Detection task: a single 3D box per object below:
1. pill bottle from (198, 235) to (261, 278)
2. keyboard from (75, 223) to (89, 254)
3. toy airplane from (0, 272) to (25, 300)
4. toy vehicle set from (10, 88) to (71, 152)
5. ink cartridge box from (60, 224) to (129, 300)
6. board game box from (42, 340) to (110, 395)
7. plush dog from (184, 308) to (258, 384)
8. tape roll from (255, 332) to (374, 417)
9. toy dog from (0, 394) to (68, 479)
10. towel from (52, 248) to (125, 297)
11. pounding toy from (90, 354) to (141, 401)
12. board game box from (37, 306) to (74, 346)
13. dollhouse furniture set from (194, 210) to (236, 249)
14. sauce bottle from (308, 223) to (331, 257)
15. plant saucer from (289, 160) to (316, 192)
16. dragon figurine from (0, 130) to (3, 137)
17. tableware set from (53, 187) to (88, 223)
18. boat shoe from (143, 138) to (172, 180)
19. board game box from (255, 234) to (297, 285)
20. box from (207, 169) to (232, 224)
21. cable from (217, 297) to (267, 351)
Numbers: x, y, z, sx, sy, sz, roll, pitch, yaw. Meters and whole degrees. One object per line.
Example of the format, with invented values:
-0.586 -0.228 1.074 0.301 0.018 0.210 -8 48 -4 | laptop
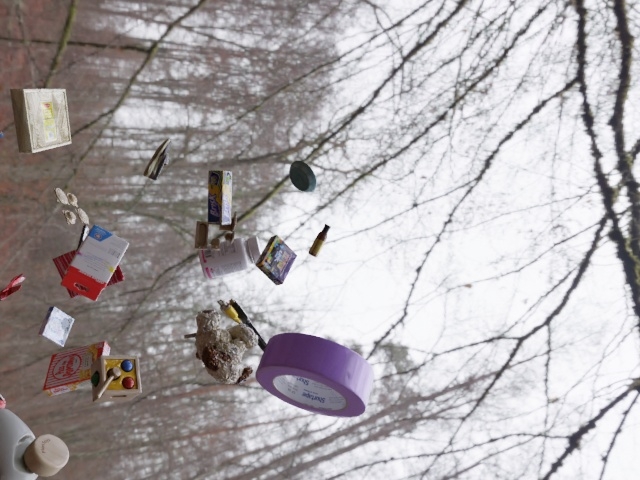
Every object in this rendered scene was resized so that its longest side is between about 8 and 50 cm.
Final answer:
-0.426 0.076 2.635 0.160 0.283 0.160 167 -90 -87 | pill bottle
-0.982 0.029 2.251 0.108 0.023 0.180 142 -41 -71 | keyboard
-1.073 0.163 1.899 0.151 0.151 0.028 9 -41 57 | toy airplane
-0.787 -0.346 1.561 0.267 0.035 0.165 -99 -171 -75 | toy vehicle set
-0.777 0.080 1.883 0.078 0.134 0.230 -14 -132 58 | ink cartridge box
-0.822 0.433 1.859 0.146 0.194 0.045 -104 179 -48 | board game box
-0.345 0.393 1.882 0.210 0.262 0.225 -47 -142 10 | plush dog
-0.013 0.328 1.321 0.275 0.275 0.090 -41 -158 53 | tape roll
-0.687 0.399 1.122 0.334 0.161 0.220 28 -90 15 | toy dog
-0.998 0.123 2.368 0.031 0.275 0.198 -64 133 -78 | towel
-0.574 0.386 1.521 0.100 0.141 0.130 -38 -124 35 | pounding toy
-0.779 0.255 1.622 0.090 0.020 0.090 60 31 -51 | board game box
-0.421 -0.039 2.203 0.123 0.151 0.143 140 -47 -71 | dollhouse furniture set
0.000 0.000 2.025 0.042 0.042 0.128 36 -82 50 | sauce bottle
-0.065 -0.208 1.831 0.119 0.021 0.119 27 -44 29 | plant saucer
-0.889 -0.293 1.263 0.085 0.290 0.144 -73 176 -45 | dragon figurine
-0.918 -0.123 2.025 0.141 0.020 0.169 63 3 3 | tableware set
-0.514 -0.258 1.766 0.056 0.049 0.152 -8 -129 53 | boat shoe
-0.186 0.084 2.341 0.048 0.141 0.170 -19 -146 43 | board game box
-0.315 -0.134 1.716 0.054 0.059 0.168 4 -83 20 | box
-0.302 0.336 2.156 0.287 0.072 0.139 56 -11 -7 | cable
